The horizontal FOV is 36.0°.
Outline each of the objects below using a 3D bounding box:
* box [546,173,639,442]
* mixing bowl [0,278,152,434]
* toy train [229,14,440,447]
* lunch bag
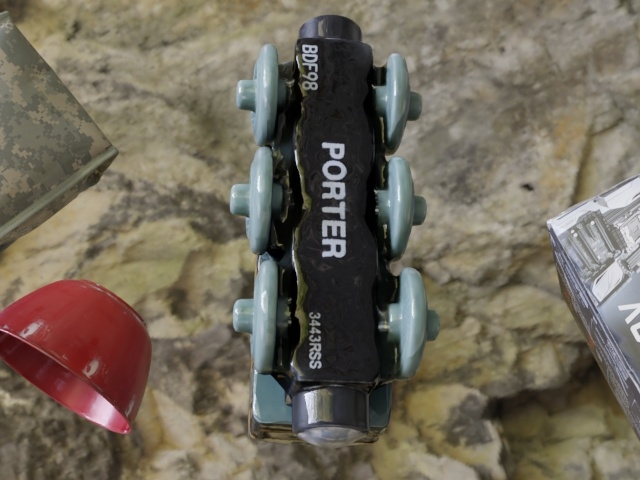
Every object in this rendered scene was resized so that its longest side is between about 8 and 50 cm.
[{"bbox_3d":[0.265,0.132,0.688,0.308,0.076,0.242,66,-171,21],"label":"box"},{"bbox_3d":[-0.238,0.103,0.992,0.181,0.181,0.098,50,-119,-32],"label":"mixing bowl"},{"bbox_3d":[0.000,0.000,0.745,0.190,0.142,0.334,107,163,-64],"label":"toy train"},{"bbox_3d":[-0.442,-0.101,1.237,0.287,0.169,0.235,-41,-84,-27],"label":"lunch bag"}]
